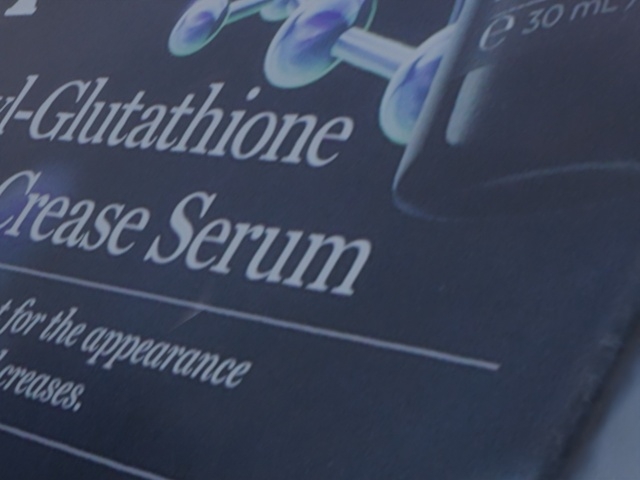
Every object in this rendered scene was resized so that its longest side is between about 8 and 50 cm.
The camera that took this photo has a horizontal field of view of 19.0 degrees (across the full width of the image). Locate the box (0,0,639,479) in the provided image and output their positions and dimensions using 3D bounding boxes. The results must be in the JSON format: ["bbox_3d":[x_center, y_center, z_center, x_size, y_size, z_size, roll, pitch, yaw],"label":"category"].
[{"bbox_3d":[0.073,-0.023,0.501,0.293,0.395,0.212,7,-31,51],"label":"box"}]
